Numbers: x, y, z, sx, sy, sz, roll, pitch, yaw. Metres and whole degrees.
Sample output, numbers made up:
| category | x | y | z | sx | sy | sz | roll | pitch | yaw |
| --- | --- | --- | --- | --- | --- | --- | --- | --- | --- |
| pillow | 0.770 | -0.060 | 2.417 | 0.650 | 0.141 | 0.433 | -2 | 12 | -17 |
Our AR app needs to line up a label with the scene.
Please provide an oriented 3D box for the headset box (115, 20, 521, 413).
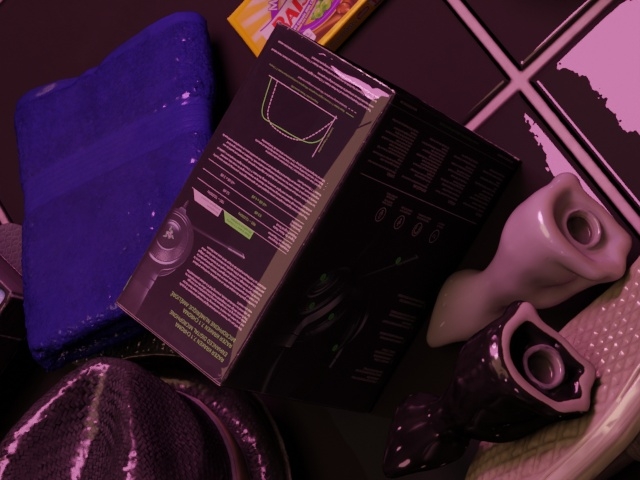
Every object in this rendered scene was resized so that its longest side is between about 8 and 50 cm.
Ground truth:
| category | x | y | z | sx | sy | sz | roll | pitch | yaw |
| --- | --- | --- | --- | --- | --- | --- | --- | --- | --- |
| headset box | 0.000 | 0.000 | 1.382 | 0.131 | 0.246 | 0.283 | 34 | 99 | 31 |

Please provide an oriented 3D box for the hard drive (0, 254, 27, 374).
| category | x | y | z | sx | sy | sz | roll | pitch | yaw |
| --- | --- | --- | --- | --- | --- | --- | --- | --- | --- |
| hard drive | -0.439 | 0.126 | 1.647 | 0.237 | 0.064 | 0.339 | 39 | 100 | 30 |

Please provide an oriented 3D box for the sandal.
| category | x | y | z | sx | sy | sz | roll | pitch | yaw |
| --- | --- | --- | --- | --- | --- | --- | --- | --- | --- |
| sandal | -0.229 | 0.076 | 1.619 | 0.254 | 0.054 | 0.097 | 37 | 104 | 21 |

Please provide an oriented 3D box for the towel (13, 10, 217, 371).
| category | x | y | z | sx | sy | sz | roll | pitch | yaw |
| --- | --- | --- | --- | --- | --- | --- | --- | --- | --- |
| towel | -0.180 | -0.046 | 1.563 | 0.227 | 0.076 | 0.308 | -25 | 53 | 23 |

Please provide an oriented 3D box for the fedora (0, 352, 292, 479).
| category | x | y | z | sx | sy | sz | roll | pitch | yaw |
| --- | --- | --- | --- | --- | --- | --- | --- | --- | --- |
| fedora | -0.184 | 0.222 | 1.415 | 0.334 | 0.152 | 0.334 | -8 | 59 | 13 |

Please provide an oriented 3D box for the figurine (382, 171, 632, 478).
| category | x | y | z | sx | sy | sz | roll | pitch | yaw |
| --- | --- | --- | --- | --- | --- | --- | --- | --- | --- |
| figurine | 0.133 | 0.075 | 1.319 | 0.209 | 0.092 | 0.215 | -39 | 22 | 51 |

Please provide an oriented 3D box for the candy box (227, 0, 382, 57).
| category | x | y | z | sx | sy | sz | roll | pitch | yaw |
| --- | --- | --- | --- | --- | --- | --- | --- | --- | --- |
| candy box | 0.012 | -0.243 | 1.555 | 0.206 | 0.027 | 0.105 | -45 | 57 | 14 |

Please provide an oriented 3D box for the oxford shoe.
| category | x | y | z | sx | sy | sz | roll | pitch | yaw |
| --- | --- | --- | --- | --- | --- | --- | --- | --- | --- |
| oxford shoe | 0.272 | 0.089 | 1.271 | 0.449 | 0.130 | 0.169 | -50 | 20 | 13 |
